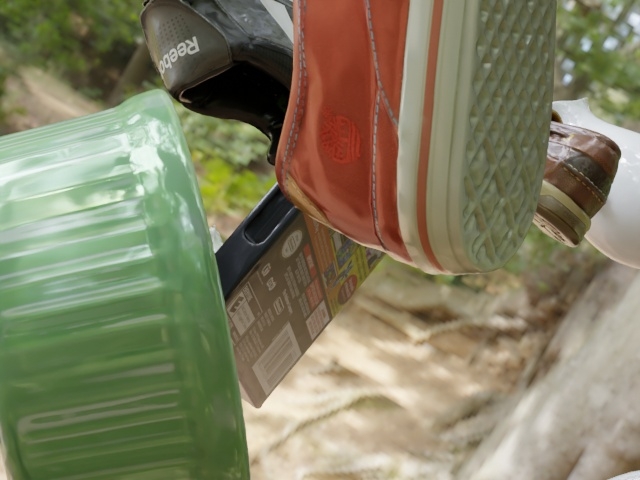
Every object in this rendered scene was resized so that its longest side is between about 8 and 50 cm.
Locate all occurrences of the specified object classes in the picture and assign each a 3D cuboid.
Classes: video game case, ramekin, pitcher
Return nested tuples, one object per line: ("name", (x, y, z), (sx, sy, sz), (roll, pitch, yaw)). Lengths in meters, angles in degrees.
("video game case", (0.000, 0.000, 1.101), (0.035, 0.248, 0.275), (37, -13, 16))
("ramekin", (-0.153, 0.057, 0.956), (0.148, 0.303, 0.303), (-11, 12, -10))
("pitcher", (0.288, -0.064, 1.444), (0.178, 0.125, 0.207), (-2, 41, -46))

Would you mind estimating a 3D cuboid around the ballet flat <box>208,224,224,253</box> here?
("ballet flat", (-0.275, 0.056, 1.362), (0.409, 0.147, 0.147), (-7, 9, -8))

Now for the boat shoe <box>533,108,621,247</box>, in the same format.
("boat shoe", (0.116, -0.050, 0.800), (0.064, 0.060, 0.178), (38, 1, -24))

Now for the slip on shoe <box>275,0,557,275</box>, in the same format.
("slip on shoe", (0.037, -0.154, 0.528), (0.101, 0.331, 0.123), (8, 7, 30))

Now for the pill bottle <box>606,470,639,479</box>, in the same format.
("pill bottle", (0.230, 0.321, 1.085), (0.224, 0.224, 0.392), (31, -19, 8))

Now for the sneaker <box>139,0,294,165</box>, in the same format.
("sneaker", (-0.062, -0.129, 0.749), (0.234, 0.106, 0.078), (43, -35, -2))
